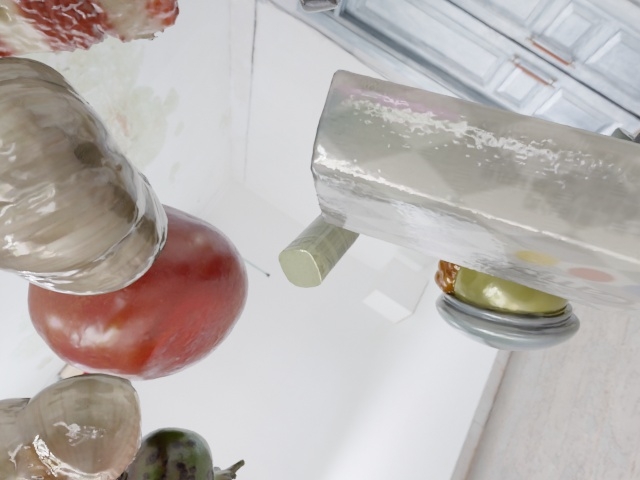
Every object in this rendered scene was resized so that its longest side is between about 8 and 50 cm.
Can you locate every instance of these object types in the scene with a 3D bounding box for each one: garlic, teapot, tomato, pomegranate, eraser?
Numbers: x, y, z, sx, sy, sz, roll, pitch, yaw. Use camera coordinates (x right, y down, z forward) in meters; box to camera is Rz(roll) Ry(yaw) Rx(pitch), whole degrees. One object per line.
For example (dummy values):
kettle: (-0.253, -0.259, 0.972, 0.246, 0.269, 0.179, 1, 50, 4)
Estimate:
garlic: (-0.253, 0.192, 0.390, 0.099, 0.174, 0.124, -129, 31, -70)
teapot: (0.000, 0.000, 0.743, 0.107, 0.077, 0.200, -9, 24, 36)
garlic: (-0.263, -0.027, 0.356, 0.212, 0.219, 0.218, -33, -8, -15)
tomato: (-0.293, 0.083, 0.704, 0.325, 0.293, 0.290, 18, -83, -54)
pomegranate: (-0.205, 0.348, 0.584, 0.148, 0.169, 0.149, -25, 33, 18)
eraser: (0.191, -0.020, 0.389, 0.213, 0.396, 0.082, 68, -139, -76)

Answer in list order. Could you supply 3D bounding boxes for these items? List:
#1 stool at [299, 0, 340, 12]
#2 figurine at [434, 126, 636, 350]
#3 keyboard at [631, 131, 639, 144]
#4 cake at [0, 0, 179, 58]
stool: (0.009, -0.454, 0.674, 0.217, 0.121, 0.125, -85, -15, -51)
figurine: (0.319, 0.021, 0.608, 0.205, 0.224, 0.382, -95, 13, -47)
keyboard: (0.379, -0.080, 0.321, 0.072, 0.023, 0.231, -43, 28, -15)
cake: (-0.353, -0.410, 0.472, 0.270, 0.319, 0.270, 110, 148, -78)
